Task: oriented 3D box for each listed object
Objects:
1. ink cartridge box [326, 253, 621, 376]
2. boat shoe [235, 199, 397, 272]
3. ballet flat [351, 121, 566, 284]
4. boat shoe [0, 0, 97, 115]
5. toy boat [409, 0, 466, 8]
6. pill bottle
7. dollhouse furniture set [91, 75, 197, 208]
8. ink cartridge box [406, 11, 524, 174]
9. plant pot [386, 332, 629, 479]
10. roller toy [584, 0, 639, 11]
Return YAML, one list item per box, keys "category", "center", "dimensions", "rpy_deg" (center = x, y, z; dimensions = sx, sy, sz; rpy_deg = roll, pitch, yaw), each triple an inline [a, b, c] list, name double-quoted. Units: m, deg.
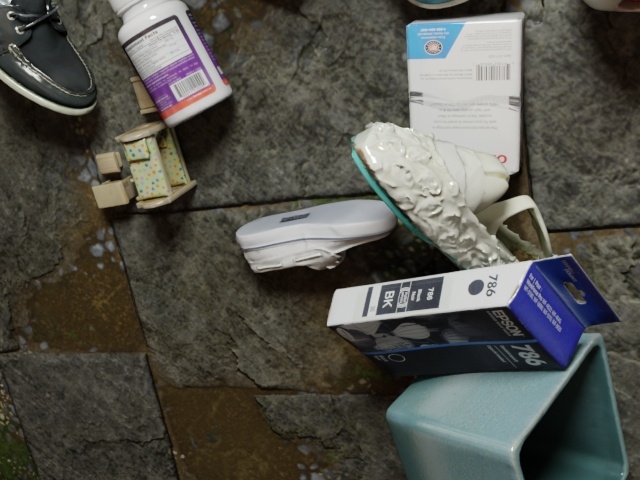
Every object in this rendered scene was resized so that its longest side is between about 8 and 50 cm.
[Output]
- category: "ink cartridge box"
  center: [0.187, 0.105, 1.000]
  dimensions: [0.332, 0.065, 0.165]
  rpy_deg: [-13, 139, 38]
- category: "boat shoe"
  center: [0.000, 0.000, 1.159]
  dimensions: [0.258, 0.095, 0.084]
  rpy_deg: [-6, 114, 32]
- category: "ballet flat"
  center: [0.194, -0.035, 0.992]
  dimensions: [0.147, 0.147, 0.409]
  rpy_deg: [-25, 134, 26]
- category: "boat shoe"
  center: [-0.440, -0.331, 1.143]
  dimensions: [0.340, 0.127, 0.113]
  rpy_deg: [49, 130, 5]
- category: "toy boat"
  center: [0.176, -0.428, 0.882]
  dimensions: [0.318, 0.148, 0.268]
  rpy_deg: [-24, 102, 26]
- category: "pill bottle"
  center: [-0.213, -0.265, 1.103]
  dimensions: [0.108, 0.108, 0.194]
  rpy_deg: [-23, 102, 25]
- category: "dollhouse furniture set"
  center: [-0.301, -0.141, 1.187]
  dimensions: [0.160, 0.101, 0.182]
  rpy_deg: [-8, 109, 21]
- category: "ink cartridge box"
  center: [0.188, -0.188, 1.014]
  dimensions: [0.139, 0.082, 0.191]
  rpy_deg: [3, 114, 18]
- category: "plant pot"
  center: [0.241, 0.276, 1.095]
  dimensions: [0.252, 0.247, 0.247]
  rpy_deg: [4, 122, 45]
- category: "roller toy"
  center: [0.358, -0.335, 0.826]
  dimensions: [0.146, 0.191, 0.210]
  rpy_deg: [1, 119, -1]
